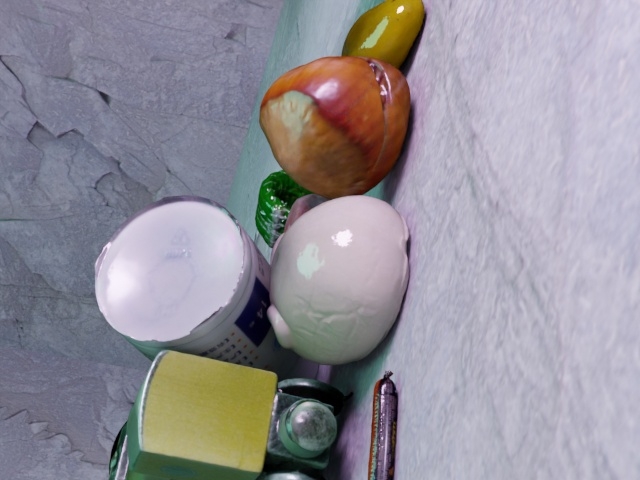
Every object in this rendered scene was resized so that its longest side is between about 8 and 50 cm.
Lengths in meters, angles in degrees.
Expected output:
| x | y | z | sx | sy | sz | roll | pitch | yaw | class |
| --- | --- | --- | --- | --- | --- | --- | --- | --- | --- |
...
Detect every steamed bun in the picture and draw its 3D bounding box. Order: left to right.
| x | y | z | sx | sy | sz | roll | pitch | yaw | class |
| --- | --- | --- | --- | --- | --- | --- | --- | --- | --- |
| 0.008 | 0.046 | 1.003 | 0.228 | 0.130 | 0.177 | 125 | 154 | -57 | steamed bun |

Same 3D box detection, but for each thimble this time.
| x | y | z | sx | sy | sz | roll | pitch | yaw | class |
| --- | --- | --- | --- | --- | --- | --- | --- | --- | --- |
| -0.044 | -0.044 | 1.389 | 0.130 | 0.118 | 0.090 | -63 | -10 | -54 | thimble |

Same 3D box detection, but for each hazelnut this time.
| x | y | z | sx | sy | sz | roll | pitch | yaw | class |
| --- | --- | --- | --- | --- | --- | --- | --- | --- | --- |
| 0.024 | -0.134 | 1.055 | 0.182 | 0.182 | 0.182 | -168 | 90 | -79 | hazelnut |

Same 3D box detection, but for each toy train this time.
| x | y | z | sx | sy | sz | roll | pitch | yaw | class |
| --- | --- | --- | --- | --- | --- | --- | --- | --- | --- |
| -0.120 | 0.266 | 1.088 | 0.397 | 0.253 | 0.160 | 122 | 159 | -56 | toy train |

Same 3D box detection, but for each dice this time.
| x | y | z | sx | sy | sz | roll | pitch | yaw | class |
| --- | --- | --- | --- | --- | --- | --- | --- | --- | --- |
| 0.000 | 0.000 | 1.182 | 0.094 | 0.091 | 0.093 | 114 | 164 | -48 | dice |

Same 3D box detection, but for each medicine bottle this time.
| x | y | z | sx | sy | sz | roll | pitch | yaw | class |
| --- | --- | --- | --- | --- | --- | --- | --- | --- | --- |
| -0.129 | 0.103 | 1.140 | 0.332 | 0.190 | 0.190 | 61 | -149 | -58 | medicine bottle |

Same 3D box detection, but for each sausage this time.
| x | y | z | sx | sy | sz | roll | pitch | yaw | class |
| --- | --- | --- | --- | --- | --- | --- | --- | --- | --- |
| 0.058 | 0.218 | 0.845 | 0.028 | 0.025 | 0.198 | 61 | -148 | -57 | sausage |

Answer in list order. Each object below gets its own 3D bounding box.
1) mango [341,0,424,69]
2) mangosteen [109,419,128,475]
| x | y | z | sx | sy | sz | roll | pitch | yaw | class |
| --- | --- | --- | --- | --- | --- | --- | --- | --- | --- |
| 0.078 | -0.252 | 1.123 | 0.161 | 0.076 | 0.103 | -43 | 29 | 56 | mango |
| -0.207 | 0.396 | 1.464 | 0.275 | 0.275 | 0.302 | 154 | 94 | -76 | mangosteen |
